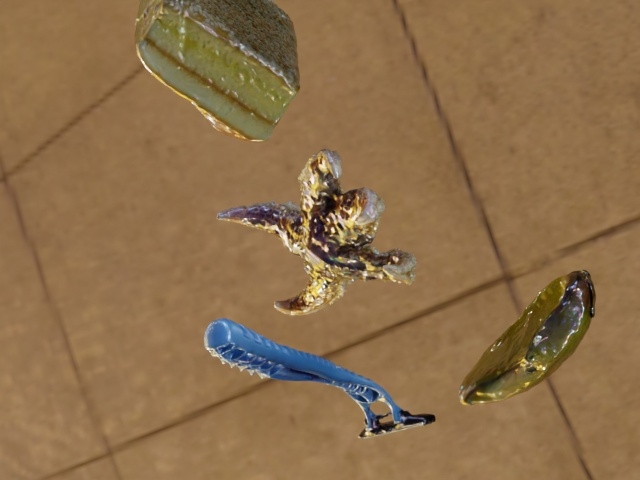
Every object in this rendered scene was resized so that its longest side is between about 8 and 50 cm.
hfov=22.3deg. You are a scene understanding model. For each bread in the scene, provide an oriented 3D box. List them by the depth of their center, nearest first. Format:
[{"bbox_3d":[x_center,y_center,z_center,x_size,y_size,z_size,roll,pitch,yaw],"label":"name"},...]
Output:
[{"bbox_3d":[-0.118,-0.222,1.836,0.184,0.234,0.110,34,112,-17],"label":"bread"}]

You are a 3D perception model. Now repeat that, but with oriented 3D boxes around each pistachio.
[{"bbox_3d":[0.204,0.103,1.532,0.049,0.089,0.173,40,102,-12],"label":"pistachio"}]

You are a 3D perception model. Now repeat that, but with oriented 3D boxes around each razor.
[{"bbox_3d":[-0.007,0.119,1.404,0.082,0.253,0.042,-18,58,37],"label":"razor"}]

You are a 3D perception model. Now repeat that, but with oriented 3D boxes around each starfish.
[{"bbox_3d":[0.001,0.000,1.589,0.216,0.071,0.238,40,141,22],"label":"starfish"}]
